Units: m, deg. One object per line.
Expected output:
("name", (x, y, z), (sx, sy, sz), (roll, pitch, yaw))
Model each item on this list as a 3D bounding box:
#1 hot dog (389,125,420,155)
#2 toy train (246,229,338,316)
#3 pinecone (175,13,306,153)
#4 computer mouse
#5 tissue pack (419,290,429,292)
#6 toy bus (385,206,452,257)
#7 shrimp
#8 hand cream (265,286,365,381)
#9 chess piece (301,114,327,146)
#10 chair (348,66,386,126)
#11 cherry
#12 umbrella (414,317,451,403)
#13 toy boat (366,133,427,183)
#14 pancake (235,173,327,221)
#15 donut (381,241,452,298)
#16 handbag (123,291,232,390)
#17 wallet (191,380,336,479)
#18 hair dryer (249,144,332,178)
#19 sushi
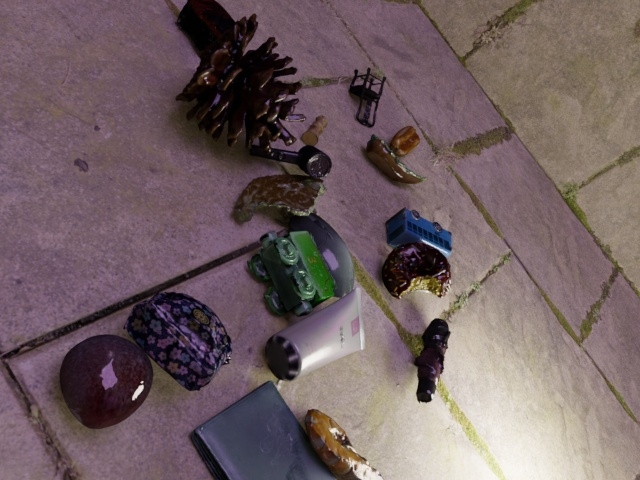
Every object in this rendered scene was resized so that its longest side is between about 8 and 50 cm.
("hot dog", (0.345, -0.407, 2.329), (0.102, 0.076, 0.249), (58, 37, -10))
("toy train", (-0.072, 0.087, 1.516), (0.188, 0.132, 0.243), (-5, 64, -54))
("pinecone", (-0.195, -0.422, 1.617), (0.384, 0.384, 0.384), (25, 46, -28))
("computer mouse", (0.000, 0.000, 1.679), (0.167, 0.090, 0.379), (-10, 64, -48))
("tissue pack", (0.368, 0.142, 1.929), (0.111, 0.079, 0.085), (10, 22, -39))
("toy bus", (0.354, -0.006, 1.996), (0.234, 0.116, 0.133), (25, 46, -25))
("shrimp", (0.065, 0.511, 1.352), (0.317, 0.062, 0.164), (46, 15, -24))
("hand cream", (0.011, 0.254, 1.468), (0.359, 0.118, 0.185), (-17, 102, -49))
("chess piece", (-0.014, -0.399, 2.003), (0.060, 0.060, 0.172), (40, 38, -12))
("chair", (0.180, -0.584, 2.318), (0.106, 0.113, 0.229), (18, 87, -33))
("cherry", (-0.401, 0.257, 1.049), (0.176, 0.140, 0.176), (40, 15, -13))
("umbrella", (0.338, 0.361, 1.717), (0.326, 0.094, 0.090), (-58, 148, -51))
("toy boat", (0.290, -0.288, 2.167), (0.293, 0.108, 0.099), (36, 69, -18))
("pancake", (-0.104, -0.123, 1.667), (0.377, 0.054, 0.197), (-18, 48, -39))
("donut", (0.315, 0.091, 1.819), (0.230, 0.096, 0.216), (6, 47, 7))
("handbag", (-0.283, 0.198, 1.189), (0.229, 0.127, 0.208), (44, 10, -3))
("wallet", (-0.114, 0.479, 1.227), (0.290, 0.054, 0.251), (54, 35, 12))
("hair dryer", (-0.100, -0.258, 1.760), (0.251, 0.089, 0.197), (7, 14, -14))
("sushi", (-0.363, -0.696, 1.855), (0.225, 0.126, 0.136), (48, 40, 6))
